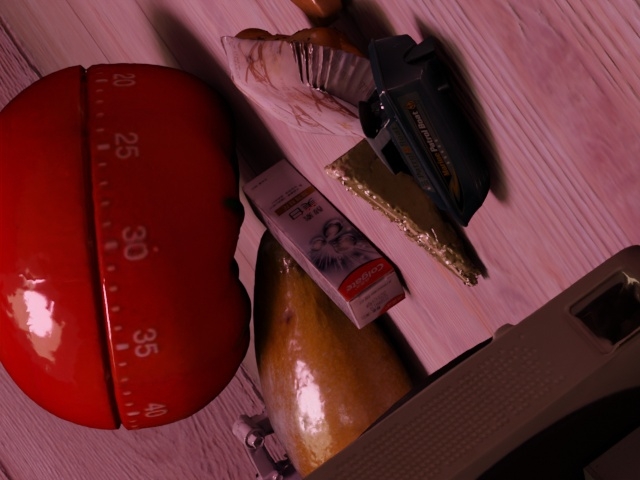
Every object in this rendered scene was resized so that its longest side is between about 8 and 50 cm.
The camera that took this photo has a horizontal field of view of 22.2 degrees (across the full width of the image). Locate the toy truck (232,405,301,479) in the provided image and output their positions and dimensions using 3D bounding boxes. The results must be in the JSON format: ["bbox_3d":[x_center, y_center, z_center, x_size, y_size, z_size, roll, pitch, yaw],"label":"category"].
[{"bbox_3d":[0.011,0.258,1.941,0.161,0.177,0.213,41,162,54],"label":"toy truck"}]

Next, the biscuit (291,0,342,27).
[{"bbox_3d":[-0.048,-0.221,1.073,0.184,0.027,0.133,47,170,38],"label":"biscuit"}]

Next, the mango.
[{"bbox_3d":[0.005,0.126,1.639,0.316,0.146,0.193,68,164,-13],"label":"mango"}]

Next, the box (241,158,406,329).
[{"bbox_3d":[0.000,0.000,1.493,0.218,0.055,0.039,45,167,47],"label":"box"}]

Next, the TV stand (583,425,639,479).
[{"bbox_3d":[0.221,0.195,0.966,0.083,0.088,0.269,49,169,34],"label":"TV stand"}]

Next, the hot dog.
[{"bbox_3d":[-0.002,-0.109,1.099,0.108,0.059,0.191,31,176,-24],"label":"hot dog"}]

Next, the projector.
[{"bbox_3d":[0.086,0.136,0.915,0.079,0.257,0.259,51,169,28],"label":"projector"}]

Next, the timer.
[{"bbox_3d":[-0.212,0.007,1.674,0.378,0.279,0.378,174,90,-84],"label":"timer"}]

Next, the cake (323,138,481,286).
[{"bbox_3d":[0.070,-0.026,1.163,0.140,0.055,0.051,40,172,-11],"label":"cake"}]

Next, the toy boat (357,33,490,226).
[{"bbox_3d":[0.066,-0.058,0.984,0.055,0.060,0.141,-100,-18,-47],"label":"toy boat"}]
